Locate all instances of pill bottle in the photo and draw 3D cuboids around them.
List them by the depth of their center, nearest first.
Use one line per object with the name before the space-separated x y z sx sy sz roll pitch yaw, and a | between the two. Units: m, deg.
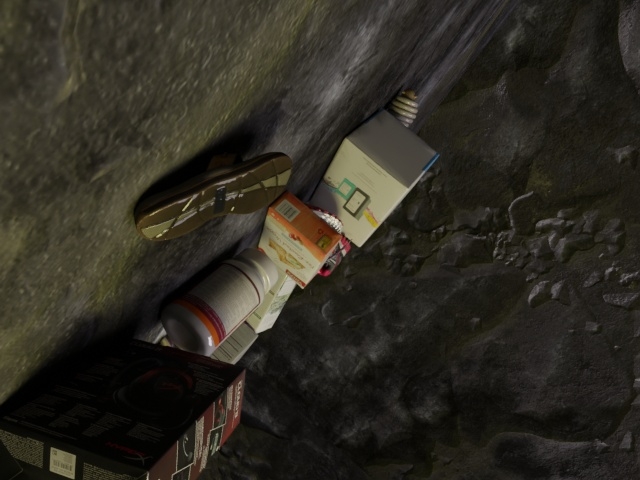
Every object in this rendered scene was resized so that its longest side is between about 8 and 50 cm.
pill bottle | -0.187 0.113 0.829 0.221 0.121 0.121 -45 173 -44

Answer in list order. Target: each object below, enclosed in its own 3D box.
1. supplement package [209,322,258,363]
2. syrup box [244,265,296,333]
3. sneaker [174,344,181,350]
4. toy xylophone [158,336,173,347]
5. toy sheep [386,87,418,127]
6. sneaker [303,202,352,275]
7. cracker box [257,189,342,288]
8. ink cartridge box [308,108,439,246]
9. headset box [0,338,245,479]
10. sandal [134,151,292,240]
supplement package | -0.313 0.324 1.211 0.139 0.134 0.244 -52 175 24
syrup box | -0.160 0.166 1.318 0.093 0.096 0.236 -6 130 -60
sneaker | -0.271 0.195 0.967 0.130 0.087 0.227 -72 179 -46
toy xylophone | -0.413 0.350 0.845 0.236 0.081 0.323 -53 174 33
toy sheep | 0.220 -0.349 1.161 0.091 0.091 0.131 -38 149 -65
sneaker | 0.000 0.000 1.116 0.111 0.121 0.299 -59 149 -15
cracker box | -0.057 0.007 0.976 0.067 0.156 0.232 -47 174 -26
ink cartridge box | 0.135 -0.162 1.142 0.198 0.197 0.270 -45 174 -38
headset box | -0.257 0.254 0.619 0.293 0.219 0.110 -33 133 -74
sandal | -0.121 -0.065 0.507 0.220 0.060 0.090 -28 157 -35
